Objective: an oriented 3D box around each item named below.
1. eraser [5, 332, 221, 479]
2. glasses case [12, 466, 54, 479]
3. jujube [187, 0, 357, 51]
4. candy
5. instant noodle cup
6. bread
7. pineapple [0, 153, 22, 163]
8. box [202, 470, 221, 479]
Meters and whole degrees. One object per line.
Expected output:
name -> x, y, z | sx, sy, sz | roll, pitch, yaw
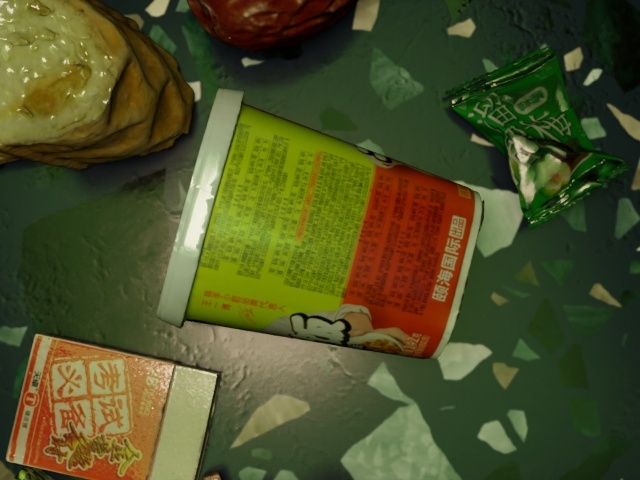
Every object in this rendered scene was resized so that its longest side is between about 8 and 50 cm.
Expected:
eraser -> -0.249, 0.212, 1.165 | 0.230, 0.038, 0.157 | 12, 86, 2
glasses case -> -0.398, 0.405, 1.140 | 0.095, 0.062, 0.272 | 39, 86, 8
jujube -> -0.027, -0.343, 1.129 | 0.290, 0.197, 0.197 | -36, 87, -17
candy -> 0.261, -0.128, 1.172 | 0.141, 0.078, 0.203 | -24, 74, -13
instant noodle cup -> 0.000, 0.000, 1.082 | 0.308, 0.294, 0.294 | 15, 86, -6
bread -> -0.287, -0.187, 1.095 | 0.238, 0.252, 0.196 | -9, 90, 4
pineapple -> -0.430, -0.130, 1.182 | 0.137, 0.069, 0.116 | 38, 92, 11
box -> -0.116, 0.335, 1.151 | 0.025, 0.048, 0.115 | -18, 87, -8
